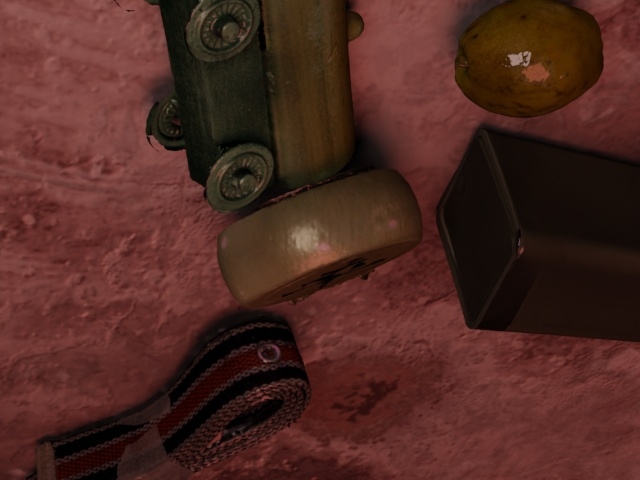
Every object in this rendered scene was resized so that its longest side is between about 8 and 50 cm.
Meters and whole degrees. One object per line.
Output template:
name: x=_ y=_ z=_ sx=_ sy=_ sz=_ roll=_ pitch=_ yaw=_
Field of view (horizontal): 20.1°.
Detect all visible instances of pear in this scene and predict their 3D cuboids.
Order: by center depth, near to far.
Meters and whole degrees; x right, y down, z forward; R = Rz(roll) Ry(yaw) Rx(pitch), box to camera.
pear: x=0.180 y=-0.158 z=1.560 sx=0.131 sy=0.107 sz=0.107 roll=-11 pitch=134 yaw=-11

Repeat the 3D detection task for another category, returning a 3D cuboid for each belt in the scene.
belt: x=-0.157 y=0.205 z=1.843 sx=0.359 sy=0.094 sz=0.126 roll=-34 pitch=134 yaw=22

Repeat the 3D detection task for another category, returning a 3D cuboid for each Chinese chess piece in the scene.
Chinese chess piece: x=0.000 y=0.000 z=1.628 sx=0.188 sy=0.083 sz=0.188 roll=-20 pitch=174 yaw=-2

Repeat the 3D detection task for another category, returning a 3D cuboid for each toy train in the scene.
toy train: x=-0.060 y=-0.163 z=1.522 sx=0.189 sy=0.126 sz=0.307 roll=-32 pitch=139 yaw=-25

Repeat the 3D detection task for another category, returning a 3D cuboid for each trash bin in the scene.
trash bin: x=0.249 y=0.003 z=1.689 sx=0.241 sy=0.164 sz=0.122 roll=8 pitch=131 yaw=-21
